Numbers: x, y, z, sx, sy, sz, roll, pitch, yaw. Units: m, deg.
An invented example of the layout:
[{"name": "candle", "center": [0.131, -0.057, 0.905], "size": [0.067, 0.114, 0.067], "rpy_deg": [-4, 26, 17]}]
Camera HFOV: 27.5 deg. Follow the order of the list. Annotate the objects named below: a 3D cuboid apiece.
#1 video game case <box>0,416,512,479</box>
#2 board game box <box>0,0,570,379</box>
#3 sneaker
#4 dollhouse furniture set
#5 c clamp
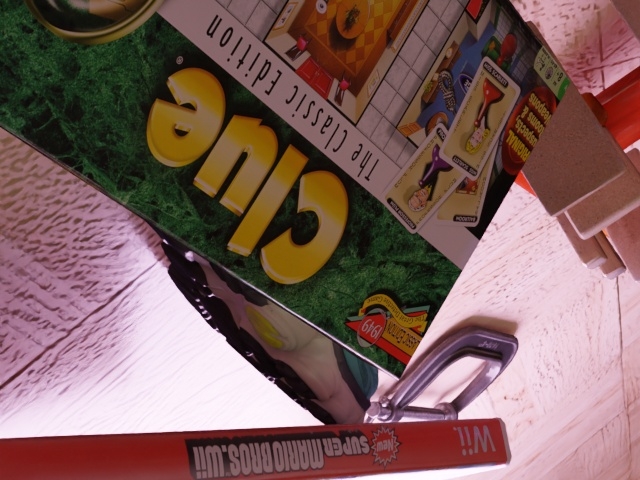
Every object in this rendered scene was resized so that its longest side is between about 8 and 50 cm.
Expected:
[{"name": "video game case", "center": [-0.082, 0.107, 0.548], "size": [0.204, 0.025, 0.285], "rpy_deg": [-21, 162, 39]}, {"name": "board game box", "center": [-0.010, -0.057, 0.403], "size": [0.136, 0.030, 0.260], "rpy_deg": [-58, 141, -3]}, {"name": "sneaker", "center": [0.000, 0.000, 0.559], "size": [0.110, 0.107, 0.275], "rpy_deg": [-43, 157, -15]}, {"name": "dollhouse furniture set", "center": [0.215, -0.101, 0.702], "size": [0.259, 0.135, 0.262], "rpy_deg": [-34, 158, 15]}, {"name": "c clamp", "center": [0.083, 0.113, 0.965], "size": [0.137, 0.022, 0.161], "rpy_deg": [-54, 151, 17]}]
